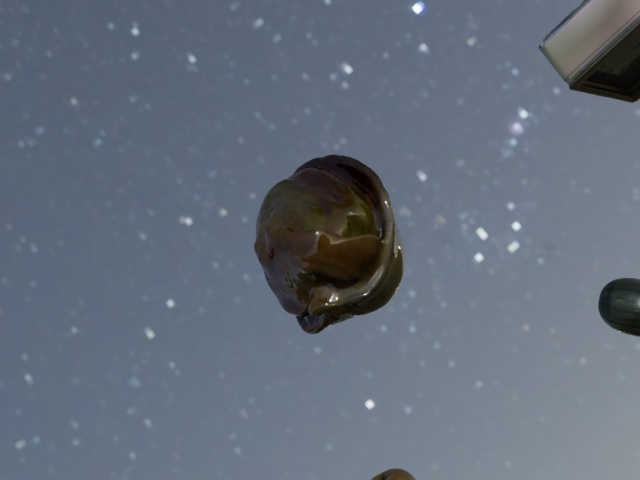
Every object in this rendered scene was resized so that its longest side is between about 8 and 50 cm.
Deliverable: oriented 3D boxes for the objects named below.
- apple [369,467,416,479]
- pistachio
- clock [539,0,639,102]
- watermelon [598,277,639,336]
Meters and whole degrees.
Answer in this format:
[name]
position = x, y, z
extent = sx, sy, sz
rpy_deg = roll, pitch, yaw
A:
[apple]
position = 0.100, 0.367, 2.147
extent = 0.089, 0.074, 0.089
rpy_deg = -17, 18, 6
[pistachio]
position = 0.000, 0.000, 1.394
extent = 0.130, 0.210, 0.165
rpy_deg = 21, -79, -27
[clock]
position = 0.364, -0.240, 1.769
extent = 0.147, 0.071, 0.192
rpy_deg = -43, -25, 27
[watermelon]
position = 0.412, 0.088, 1.954
extent = 0.078, 0.110, 0.078
rpy_deg = -17, -66, -44
